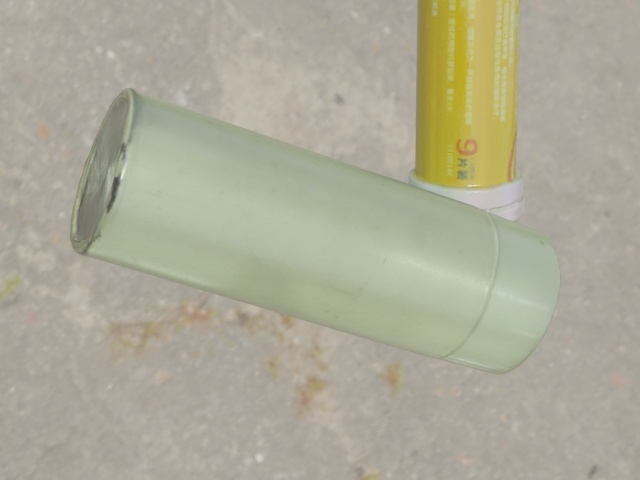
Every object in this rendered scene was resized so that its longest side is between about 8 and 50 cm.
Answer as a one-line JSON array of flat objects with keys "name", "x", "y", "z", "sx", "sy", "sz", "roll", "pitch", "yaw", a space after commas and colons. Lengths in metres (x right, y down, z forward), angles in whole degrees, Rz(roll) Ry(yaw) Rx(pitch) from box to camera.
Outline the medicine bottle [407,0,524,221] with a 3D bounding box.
[{"name": "medicine bottle", "x": 0.088, "y": -0.119, "z": 0.812, "sx": 0.074, "sy": 0.074, "sz": 0.218, "roll": -23, "pitch": 119, "yaw": -47}]

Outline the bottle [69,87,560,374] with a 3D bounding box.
[{"name": "bottle", "x": 0.000, "y": 0.000, "z": 0.583, "sx": 0.201, "sy": 0.072, "sz": 0.072, "roll": 18, "pitch": 51, "yaw": -21}]
